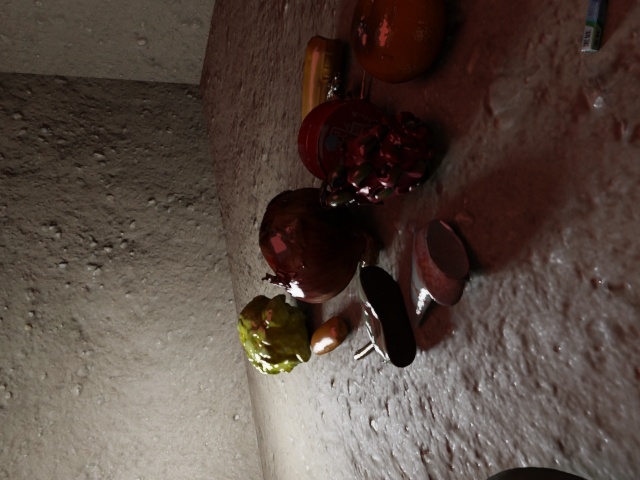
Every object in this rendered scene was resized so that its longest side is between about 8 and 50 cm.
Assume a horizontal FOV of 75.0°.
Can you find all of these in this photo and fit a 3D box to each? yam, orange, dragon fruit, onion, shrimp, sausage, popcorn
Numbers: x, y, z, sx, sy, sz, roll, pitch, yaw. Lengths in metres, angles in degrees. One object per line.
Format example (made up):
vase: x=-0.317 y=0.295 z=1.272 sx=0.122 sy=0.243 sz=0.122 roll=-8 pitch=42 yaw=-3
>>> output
yam: x=0.140 y=0.333 z=1.272 sx=0.145 sy=0.032 sz=0.032 roll=120 pitch=137 yaw=-53
orange: x=0.160 y=-0.452 z=0.889 sx=0.224 sy=0.169 sz=0.224 roll=170 pitch=90 yaw=-69
dragon fruit: x=0.120 y=-0.173 z=0.939 sx=0.219 sy=0.272 sz=0.198 roll=-115 pitch=7 yaw=-47
onion: x=-0.031 y=0.014 z=1.212 sx=0.353 sy=0.353 sz=0.355 roll=174 pitch=90 yaw=-65
shrimp: x=0.053 y=-0.351 z=1.223 sx=0.295 sy=0.062 sz=0.154 roll=82 pitch=170 yaw=-46
sausage: x=0.027 y=0.336 z=1.448 sx=0.238 sy=0.097 sz=0.098 roll=-52 pitch=49 yaw=54
popcorn: x=-0.204 y=0.376 z=1.716 sx=0.333 sy=0.292 sz=0.294 roll=-15 pitch=43 yaw=35
sausage: x=-0.003 y=-0.443 z=1.308 sx=0.134 sy=0.115 sz=0.354 roll=-97 pitch=13 yaw=-59

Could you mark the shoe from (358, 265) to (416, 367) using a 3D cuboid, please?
shoe: x=0.162 y=0.201 z=1.111 sx=0.098 sy=0.103 sz=0.275 roll=137 pitch=122 yaw=-62

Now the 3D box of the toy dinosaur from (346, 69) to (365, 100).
toy dinosaur: x=0.116 y=-0.370 z=1.165 sx=0.127 sy=0.039 sz=0.162 roll=66 pitch=154 yaw=19

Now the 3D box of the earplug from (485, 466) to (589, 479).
earplug: x=0.340 y=0.539 z=0.572 sx=0.312 sy=0.312 sz=0.395 roll=177 pitch=91 yaw=-65

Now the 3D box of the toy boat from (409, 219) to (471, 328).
toy boat: x=0.244 y=0.095 z=0.962 sx=0.282 sy=0.096 sz=0.206 roll=95 pitch=163 yaw=-50

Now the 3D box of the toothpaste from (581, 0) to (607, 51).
toothpaste: x=0.393 y=-0.315 z=0.595 sx=0.017 sy=0.020 sz=0.084 roll=24 pitch=117 yaw=57

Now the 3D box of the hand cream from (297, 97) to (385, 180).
hand cream: x=0.061 y=-0.252 z=1.090 sx=0.149 sy=0.230 sz=0.231 roll=-148 pitch=56 yaw=-62
